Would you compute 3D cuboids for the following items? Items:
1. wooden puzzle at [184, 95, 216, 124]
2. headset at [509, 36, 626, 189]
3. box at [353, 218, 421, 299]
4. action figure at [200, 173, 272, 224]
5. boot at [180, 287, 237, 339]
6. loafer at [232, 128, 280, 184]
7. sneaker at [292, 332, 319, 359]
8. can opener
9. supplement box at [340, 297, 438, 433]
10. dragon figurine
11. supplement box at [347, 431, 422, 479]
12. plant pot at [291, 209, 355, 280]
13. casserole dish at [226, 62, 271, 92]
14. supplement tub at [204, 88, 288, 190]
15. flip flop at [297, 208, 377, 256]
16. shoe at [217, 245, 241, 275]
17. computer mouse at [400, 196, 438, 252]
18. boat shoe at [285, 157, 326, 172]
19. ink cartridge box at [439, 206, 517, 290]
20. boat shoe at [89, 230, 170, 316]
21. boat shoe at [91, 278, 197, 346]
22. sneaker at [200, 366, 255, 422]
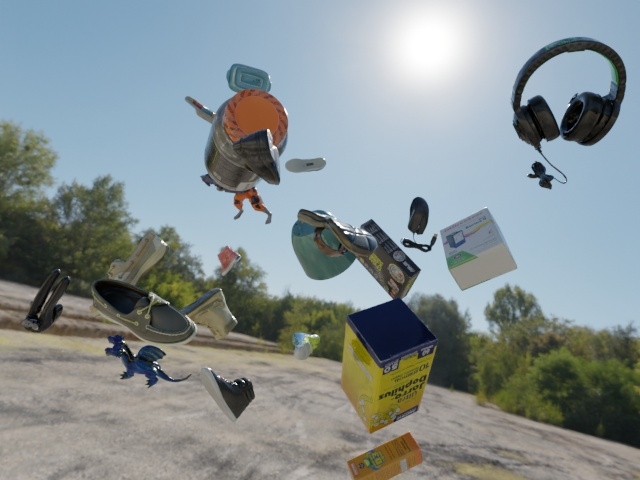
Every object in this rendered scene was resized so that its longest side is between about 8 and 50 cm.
[{"bbox_3d":[-0.508,-0.587,1.966,0.221,0.044,0.238,27,16,-41],"label":"wooden puzzle"},{"bbox_3d":[0.617,-0.319,1.096,0.244,0.185,0.393,-1,-55,13],"label":"headset"},{"bbox_3d":[0.240,0.079,1.584,0.270,0.060,0.216,49,-23,22],"label":"box"},{"bbox_3d":[-0.364,-0.246,1.865,0.342,0.179,0.329,20,-45,37],"label":"action figure"},{"bbox_3d":[-0.495,0.354,1.801,0.095,0.262,0.203,1,-59,47],"label":"boot"},{"bbox_3d":[-0.108,-0.145,0.756,0.062,0.062,0.170,-7,-18,2],"label":"loafer"},{"bbox_3d":[-0.102,0.523,2.092,0.126,0.091,0.240,9,6,23],"label":"sneaker"},{"bbox_3d":[-0.595,0.133,0.913,0.059,0.186,0.073,30,26,-11],"label":"can opener"},{"bbox_3d":[0.199,0.388,1.301,0.194,0.356,0.195,-15,40,-21],"label":"supplement box"},{"bbox_3d":[-0.553,0.395,1.347,0.290,0.085,0.144,23,-51,-12],"label":"dragon figurine"},{"bbox_3d":[0.207,0.713,1.354,0.078,0.234,0.080,-129,-160,-57],"label":"supplement box"},{"bbox_3d":[0.000,0.000,1.960,0.293,0.292,0.235,3,-43,40],"label":"plant pot"},{"bbox_3d":[-0.283,-0.645,1.699,0.189,0.114,0.037,6,12,-28],"label":"casserole dish"},{"bbox_3d":[-0.202,-0.262,1.132,0.194,0.193,0.316,19,-15,-17],"label":"supplement tub"},{"bbox_3d":[0.023,-0.009,0.918,0.112,0.079,0.277,19,5,-33],"label":"flip flop"},{"bbox_3d":[-0.407,0.085,1.813,0.081,0.063,0.178,44,-40,-3],"label":"shoe"},{"bbox_3d":[0.499,-0.072,2.008,0.184,0.261,0.060,21,-10,-18],"label":"computer mouse"},{"bbox_3d":[-0.066,-0.334,1.898,0.184,0.065,0.083,-4,0,-1],"label":"boat shoe"},{"bbox_3d":[0.428,0.019,1.163,0.155,0.212,0.093,-29,-70,24],"label":"ink cartridge box"},{"bbox_3d":[-0.609,0.101,1.309,0.098,0.302,0.109,47,-22,-19],"label":"boat shoe"},{"bbox_3d":[-0.465,0.183,1.094,0.306,0.109,0.091,18,-43,15],"label":"boat shoe"},{"bbox_3d":[-0.363,0.575,1.676,0.105,0.147,0.295,11,-48,46],"label":"sneaker"}]
